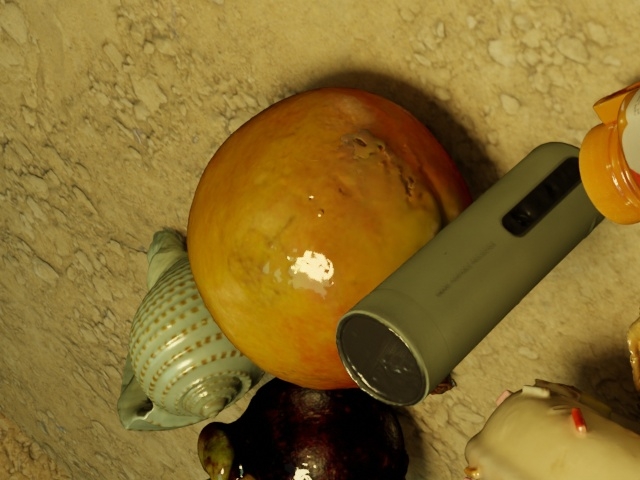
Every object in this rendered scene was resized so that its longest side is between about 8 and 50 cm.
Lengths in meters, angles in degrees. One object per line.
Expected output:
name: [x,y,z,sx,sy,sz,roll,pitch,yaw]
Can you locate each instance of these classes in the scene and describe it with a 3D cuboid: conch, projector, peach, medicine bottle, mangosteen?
conch: [-0.188,0.148,1.744,0.215,0.319,0.303,20,131,-14]
projector: [0.157,0.025,1.122,0.108,0.337,0.108,28,138,29]
peach: [0.002,-0.002,1.312,0.372,0.290,0.373,34,145,28]
medicine bottle: [0.340,-0.085,1.002,0.149,0.112,0.222,55,146,-10]
mangosteen: [-0.027,0.327,1.672,0.313,0.297,0.297,2,128,25]

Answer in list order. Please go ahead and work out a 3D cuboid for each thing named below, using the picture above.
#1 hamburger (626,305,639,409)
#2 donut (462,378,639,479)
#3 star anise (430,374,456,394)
hamburger: [0.405,0.122,1.143,0.213,0.108,0.214,30,142,27]
donut: [0.337,0.267,1.199,0.382,0.142,0.382,24,-177,-1]
star anise: [0.139,0.158,1.509,0.097,0.070,0.191,53,160,12]
